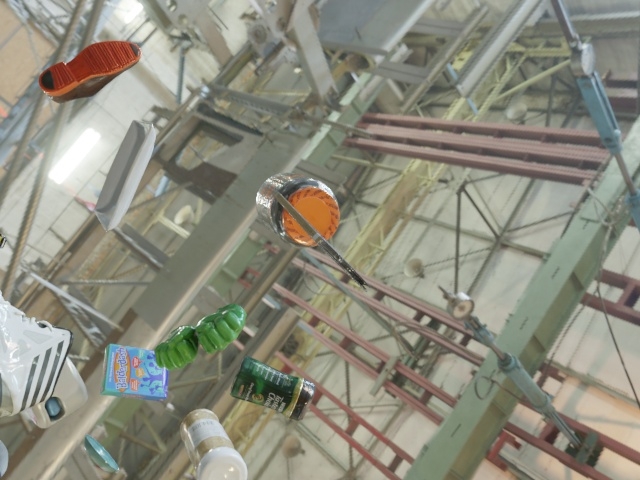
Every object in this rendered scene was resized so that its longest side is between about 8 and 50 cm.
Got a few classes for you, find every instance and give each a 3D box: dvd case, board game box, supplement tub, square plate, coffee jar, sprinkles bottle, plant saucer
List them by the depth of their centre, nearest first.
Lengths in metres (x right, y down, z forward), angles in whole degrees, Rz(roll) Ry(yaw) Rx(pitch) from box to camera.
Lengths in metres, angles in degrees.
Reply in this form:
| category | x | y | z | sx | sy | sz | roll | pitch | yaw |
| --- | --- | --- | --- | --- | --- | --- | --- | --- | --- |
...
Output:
| category | x | y | z | sx | sy | sz | roll | pitch | yaw |
| --- | --- | --- | --- | --- | --- | --- | --- | --- | --- |
| dvd case | 0.000 | 0.000 | 1.067 | 0.018 | 0.164 | 0.221 | -44 | -143 | 0 |
| coffee jar | -0.108 | 0.342 | 1.259 | 0.079 | 0.184 | 0.096 | -72 | -177 | -62 |
| plant saucer | -0.530 | 0.515 | 1.313 | 0.021 | 0.119 | 0.119 | -42 | -146 | -21 |
| sprinkles bottle | -0.300 | 0.573 | 1.498 | 0.121 | 0.121 | 0.355 | -54 | -161 | -11 |
| supplement tub | -0.070 | -0.095 | 1.669 | 0.207 | 0.207 | 0.338 | -49 | -160 | -4 |
| square plate | -0.624 | -0.217 | 1.758 | 0.344 | 0.049 | 0.348 | 26 | -88 | 60 |
| board game box | -0.610 | 0.439 | 1.814 | 0.047 | 0.210 | 0.160 | -38 | -133 | 40 |

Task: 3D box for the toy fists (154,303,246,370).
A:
| category | x | y | z | sx | sy | sz | roll | pitch | yaw |
| --- | --- | --- | --- | --- | --- | --- | --- | --- | --- |
| toy fists | -0.336 | 0.270 | 1.528 | 0.279 | 0.096 | 0.142 | -24 | -161 | 9 |

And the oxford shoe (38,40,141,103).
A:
| category | x | y | z | sx | sy | sz | roll | pitch | yaw |
| --- | --- | --- | --- | --- | --- | --- | --- | --- | --- |
| oxford shoe | -0.605 | -0.450 | 1.467 | 0.271 | 0.098 | 0.097 | -26 | -102 | -11 |

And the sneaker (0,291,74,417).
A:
| category | x | y | z | sx | sy | sz | roll | pitch | yaw |
| --- | --- | --- | --- | --- | --- | --- | --- | --- | --- |
| sneaker | -0.745 | 0.195 | 1.272 | 0.169 | 0.257 | 0.448 | -40 | -111 | 29 |

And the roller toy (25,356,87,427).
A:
| category | x | y | z | sx | sy | sz | roll | pitch | yaw |
| --- | --- | --- | --- | --- | --- | --- | --- | --- | --- |
| roller toy | -0.727 | 0.384 | 1.444 | 0.146 | 0.210 | 0.191 | -31 | -177 | -37 |

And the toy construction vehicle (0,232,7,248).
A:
| category | x | y | z | sx | sy | sz | roll | pitch | yaw |
| --- | --- | --- | --- | --- | --- | --- | --- | --- | --- |
| toy construction vehicle | -0.884 | 0.001 | 1.464 | 0.085 | 0.035 | 0.098 | 23 | -91 | 30 |

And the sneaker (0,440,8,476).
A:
| category | x | y | z | sx | sy | sz | roll | pitch | yaw |
| --- | --- | --- | --- | --- | --- | --- | --- | --- | --- |
| sneaker | -0.934 | 0.575 | 1.310 | 0.182 | 0.315 | 0.128 | -20 | -103 | 6 |
